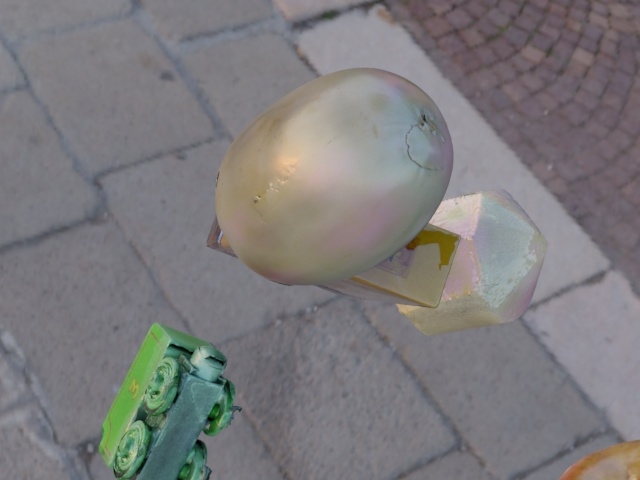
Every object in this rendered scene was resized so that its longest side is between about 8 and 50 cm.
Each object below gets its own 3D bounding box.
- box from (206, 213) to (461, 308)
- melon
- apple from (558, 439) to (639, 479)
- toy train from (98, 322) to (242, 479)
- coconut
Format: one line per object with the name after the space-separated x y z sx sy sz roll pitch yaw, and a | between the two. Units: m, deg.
0.000 0.001 1.694 0.264 0.415 0.116 19 85 -15 | box
0.011 -0.067 1.315 0.223 0.317 0.223 23 53 -35 | melon
0.448 0.402 1.595 0.251 0.293 0.163 64 12 -8 | apple
-0.220 0.247 1.639 0.132 0.243 0.188 25 4 -28 | toy train
0.248 0.029 1.863 0.233 0.245 0.233 28 52 -44 | coconut
